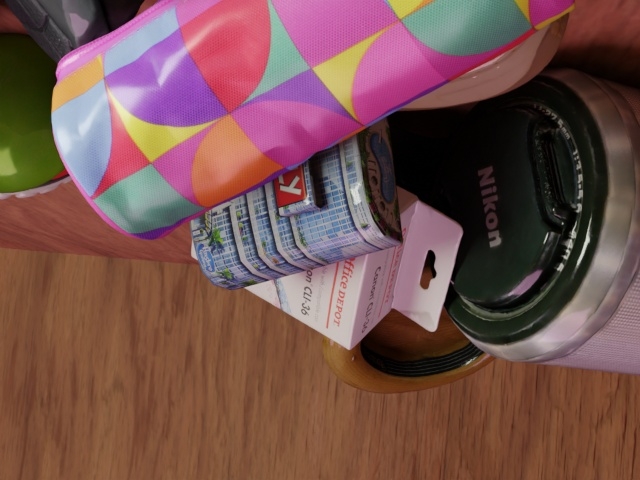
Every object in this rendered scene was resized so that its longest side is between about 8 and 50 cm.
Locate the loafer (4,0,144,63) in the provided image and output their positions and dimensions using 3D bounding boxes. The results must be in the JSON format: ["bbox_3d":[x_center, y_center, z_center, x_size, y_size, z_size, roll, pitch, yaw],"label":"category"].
[{"bbox_3d":[-0.097,-0.161,0.519,0.109,0.095,0.302,50,164,-4],"label":"loafer"}]

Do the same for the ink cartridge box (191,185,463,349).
[{"bbox_3d":[0.000,0.000,0.870,0.198,0.115,0.067,28,-137,22],"label":"ink cartridge box"}]

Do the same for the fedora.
[{"bbox_3d":[0.088,0.060,1.030,0.194,0.079,0.194,-10,141,-8],"label":"fedora"}]

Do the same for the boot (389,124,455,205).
[{"bbox_3d":[0.161,-0.010,1.207,0.445,0.146,0.367,5,165,-24],"label":"boot"}]

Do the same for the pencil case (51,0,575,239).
[{"bbox_3d":[-0.008,-0.092,0.498,0.236,0.104,0.104,-30,160,18],"label":"pencil case"}]

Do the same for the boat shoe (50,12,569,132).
[{"bbox_3d":[-0.041,-0.110,0.641,0.342,0.123,0.123,-8,165,34],"label":"boat shoe"}]

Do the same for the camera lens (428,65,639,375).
[{"bbox_3d":[0.239,-0.006,0.897,0.274,0.219,0.219,9,172,-29],"label":"camera lens"}]

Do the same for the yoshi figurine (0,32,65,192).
[{"bbox_3d":[-0.246,-0.086,0.694,0.203,0.203,0.362,-26,-171,10],"label":"yoshi figurine"}]

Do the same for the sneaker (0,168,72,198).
[{"bbox_3d":[-0.319,-0.108,1.010,0.279,0.107,0.118,5,160,-31],"label":"sneaker"}]

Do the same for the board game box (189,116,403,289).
[{"bbox_3d":[-0.010,-0.083,0.765,0.194,0.194,0.060,-17,161,34],"label":"board game box"}]
